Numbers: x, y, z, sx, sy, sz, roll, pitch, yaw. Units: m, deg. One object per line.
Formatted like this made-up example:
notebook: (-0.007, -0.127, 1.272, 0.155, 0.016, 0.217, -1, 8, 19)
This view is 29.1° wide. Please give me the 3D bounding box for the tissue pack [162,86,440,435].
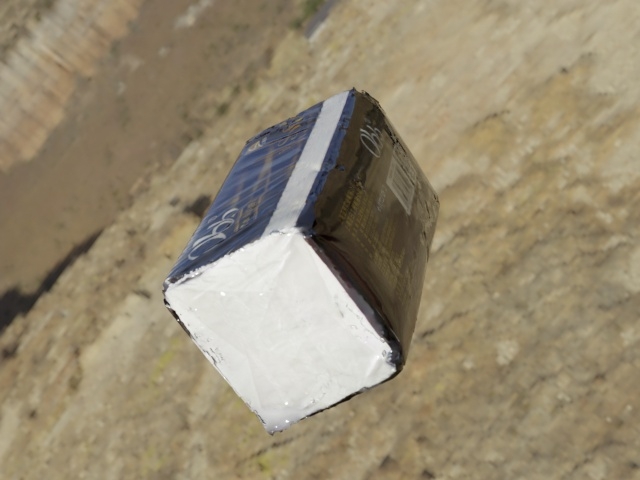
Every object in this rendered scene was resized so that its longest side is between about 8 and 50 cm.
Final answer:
tissue pack: (0.000, 0.000, 1.335, 0.198, 0.210, 0.370, -31, 17, 26)
